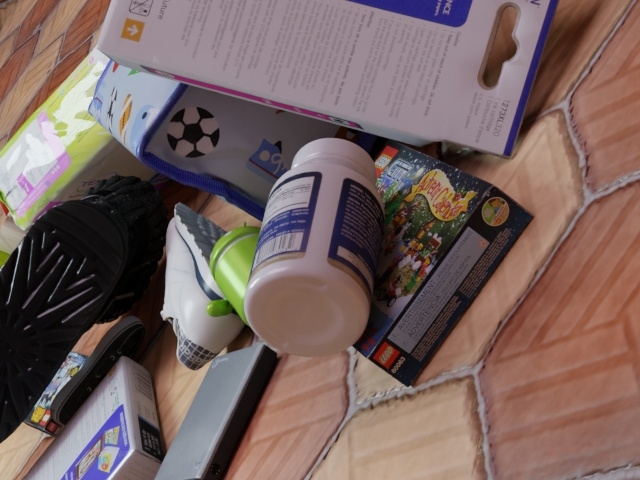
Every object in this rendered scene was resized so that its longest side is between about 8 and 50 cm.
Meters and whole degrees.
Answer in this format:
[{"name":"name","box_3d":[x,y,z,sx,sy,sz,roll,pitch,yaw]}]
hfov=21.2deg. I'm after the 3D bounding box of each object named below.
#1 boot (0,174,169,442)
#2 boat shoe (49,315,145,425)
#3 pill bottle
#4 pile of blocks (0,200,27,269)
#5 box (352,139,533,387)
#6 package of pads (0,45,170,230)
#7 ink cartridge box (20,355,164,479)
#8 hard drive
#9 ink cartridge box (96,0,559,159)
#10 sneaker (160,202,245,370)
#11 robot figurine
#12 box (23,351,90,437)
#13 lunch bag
[{"name":"boot","box_3d":[-0.299,0.083,1.806,0.348,0.131,0.260,-45,3,7]},{"name":"boat shoe","box_3d":[-0.224,0.141,1.787,0.040,0.049,0.142,27,63,25]},{"name":"pill bottle","box_3d":[0.000,0.000,1.314,0.094,0.094,0.169,-39,26,36]},{"name":"pile of blocks","box_3d":[-0.369,-0.017,2.171,0.149,0.112,0.362,127,166,-69]},{"name":"box","box_3d":[0.062,0.011,1.361,0.159,0.044,0.233,-55,21,-1]},{"name":"package of pads","box_3d":[-0.222,-0.135,1.969,0.296,0.101,0.229,-41,-16,32]},{"name":"ink cartridge box","box_3d":[-0.232,0.236,1.645,0.208,0.045,0.206,-49,21,10]},{"name":"hard drive","box_3d":[-0.092,0.157,1.498,0.094,0.022,0.135,-21,38,56]},{"name":"ink cartridge box","box_3d":[0.010,-0.191,1.427,0.069,0.371,0.176,33,-106,-72]},{"name":"sneaker","box_3d":[-0.121,0.039,1.667,0.095,0.090,0.235,-59,18,14]},{"name":"robot figurine","box_3d":[-0.055,0.033,1.516,0.101,0.067,0.115,-48,48,11]},{"name":"box","box_3d":[-0.292,0.169,1.905,0.094,0.027,0.137,-60,22,-13]},{"name":"lunch bag","box_3d":[-0.029,-0.226,1.662,0.385,0.239,0.328,-63,22,3]}]
